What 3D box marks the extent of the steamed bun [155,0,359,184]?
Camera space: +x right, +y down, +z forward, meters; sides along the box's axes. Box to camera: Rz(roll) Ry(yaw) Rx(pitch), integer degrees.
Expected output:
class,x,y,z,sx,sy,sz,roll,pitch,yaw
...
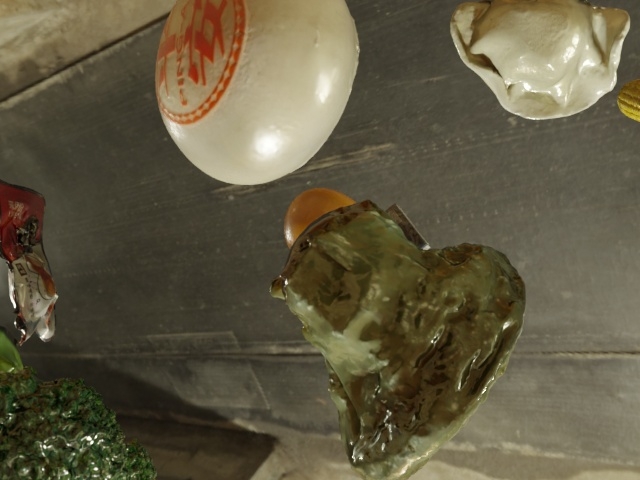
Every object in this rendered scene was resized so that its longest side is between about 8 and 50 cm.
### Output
class,x,y,z,sx,sy,sz,roll,pitch,yaw
steamed bun,-0.081,-0.176,0.581,0.232,0.145,0.232,-16,66,41

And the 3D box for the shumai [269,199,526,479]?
class,x,y,z,sx,sy,sz,roll,pitch,yaw
shumai,0.084,0.110,0.847,0.323,0.397,0.324,37,145,0

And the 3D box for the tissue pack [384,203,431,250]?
class,x,y,z,sx,sy,sz,roll,pitch,yaw
tissue pack,0.125,0.016,1.164,0.156,0.051,0.112,-40,67,13

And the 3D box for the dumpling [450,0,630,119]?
class,x,y,z,sx,sy,sz,roll,pitch,yaw
dumpling,0.409,-0.356,1.124,0.318,0.187,0.243,3,99,10

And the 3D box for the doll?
class,x,y,z,sx,sy,sz,roll,pitch,yaw
doll,0.000,0.000,1.338,0.213,0.236,0.213,29,157,13

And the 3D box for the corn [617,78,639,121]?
class,x,y,z,sx,sy,sz,roll,pitch,yaw
corn,0.525,-0.210,0.894,0.067,0.206,0.067,-1,110,-2

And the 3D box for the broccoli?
class,x,y,z,sx,sy,sz,roll,pitch,yaw
broccoli,-0.302,0.193,0.474,0.297,0.297,0.297,44,139,44

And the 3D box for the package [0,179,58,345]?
class,x,y,z,sx,sy,sz,roll,pitch,yaw
package,-0.499,0.041,0.989,0.194,0.071,0.269,152,106,-76
